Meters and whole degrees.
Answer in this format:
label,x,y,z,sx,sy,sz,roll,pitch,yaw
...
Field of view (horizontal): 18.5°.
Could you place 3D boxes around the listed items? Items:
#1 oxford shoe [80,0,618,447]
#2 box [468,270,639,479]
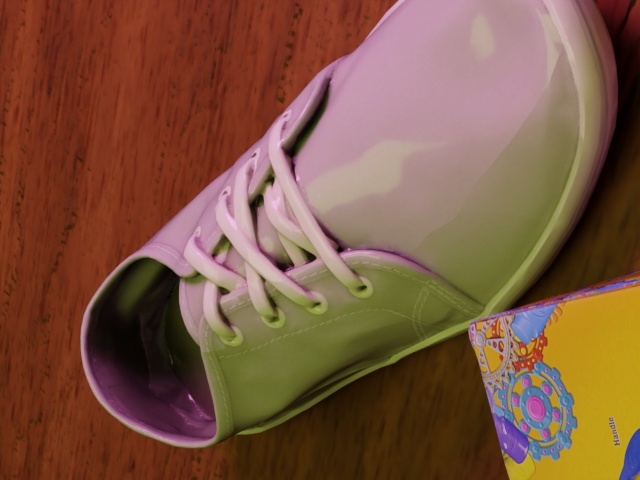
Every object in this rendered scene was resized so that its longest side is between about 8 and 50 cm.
label,x,y,z,sx,sy,sz,roll,pitch,yaw
oxford shoe,0.000,0.000,1.086,0.449,0.130,0.169,-41,68,46
box,0.245,0.132,0.790,0.279,0.177,0.290,-16,89,51
